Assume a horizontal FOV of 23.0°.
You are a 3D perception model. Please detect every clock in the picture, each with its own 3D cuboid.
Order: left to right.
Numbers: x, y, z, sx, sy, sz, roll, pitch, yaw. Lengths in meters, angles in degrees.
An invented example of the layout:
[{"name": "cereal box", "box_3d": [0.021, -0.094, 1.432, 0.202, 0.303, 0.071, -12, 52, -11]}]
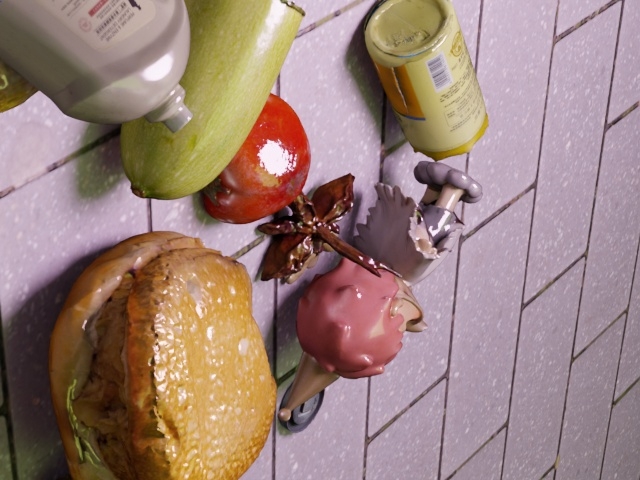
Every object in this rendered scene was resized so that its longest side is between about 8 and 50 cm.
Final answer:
[{"name": "clock", "box_3d": [-0.025, 0.220, 2.129, 0.085, 0.017, 0.085, -37, 140, -40]}]

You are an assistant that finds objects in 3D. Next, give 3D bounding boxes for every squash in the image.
[{"name": "squash", "box_3d": [-0.123, -0.152, 1.604, 0.132, 0.132, 0.247, 24, 92, -60]}]

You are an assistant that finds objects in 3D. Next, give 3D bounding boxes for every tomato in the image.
[{"name": "tomato", "box_3d": [-0.065, -0.087, 1.775, 0.139, 0.091, 0.159, -34, 135, -44]}]

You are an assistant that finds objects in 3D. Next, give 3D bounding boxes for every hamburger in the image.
[{"name": "hamburger", "box_3d": [-0.163, 0.136, 1.664, 0.314, 0.170, 0.290, -36, 126, -59]}]

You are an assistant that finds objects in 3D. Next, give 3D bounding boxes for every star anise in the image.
[{"name": "star anise", "box_3d": [0.008, -0.005, 1.898, 0.140, 0.144, 0.158, -5, 118, -39]}]

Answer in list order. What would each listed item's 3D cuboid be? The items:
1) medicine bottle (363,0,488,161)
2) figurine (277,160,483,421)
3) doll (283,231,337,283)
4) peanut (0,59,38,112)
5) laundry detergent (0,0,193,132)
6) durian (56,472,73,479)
[{"name": "medicine bottle", "box_3d": [0.136, -0.203, 1.982, 0.124, 0.124, 0.239, -54, 148, -20]}, {"name": "figurine", "box_3d": [0.073, 0.074, 2.005, 0.166, 0.207, 0.387, 37, 76, -25]}, {"name": "doll", "box_3d": [-0.017, 0.010, 1.985, 0.093, 0.051, 0.061, -34, 152, 3]}, {"name": "peanut", "box_3d": [-0.255, -0.175, 1.414, 0.206, 0.087, 0.087, -33, 137, -41]}, {"name": "laundry detergent", "box_3d": [-0.200, -0.196, 1.348, 0.253, 0.091, 0.181, 47, 50, -14]}, {"name": "durian", "box_3d": [-0.260, 0.284, 1.737, 0.140, 0.078, 0.224, -34, -163, 49]}]
